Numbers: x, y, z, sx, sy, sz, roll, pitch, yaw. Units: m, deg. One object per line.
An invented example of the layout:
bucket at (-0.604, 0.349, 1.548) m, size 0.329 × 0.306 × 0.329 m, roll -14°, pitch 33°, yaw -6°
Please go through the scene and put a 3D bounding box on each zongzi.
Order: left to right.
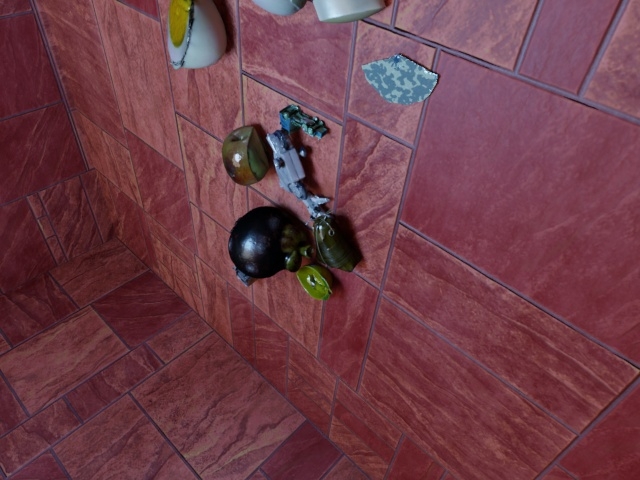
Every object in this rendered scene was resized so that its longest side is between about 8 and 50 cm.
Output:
zongzi at (0.000, 0.000, 1.709) m, size 0.241 × 0.111 × 0.248 m, roll 7°, pitch 139°, yaw 49°

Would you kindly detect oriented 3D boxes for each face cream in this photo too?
face cream at (0.022, -0.698, 1.129) m, size 0.173 × 0.081 × 0.349 m, roll -13°, pitch 109°, yaw 28°

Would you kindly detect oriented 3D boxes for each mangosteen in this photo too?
mangosteen at (-0.208, 0.017, 1.869) m, size 0.313 × 0.297 × 0.297 m, roll 30°, pitch 156°, yaw -28°

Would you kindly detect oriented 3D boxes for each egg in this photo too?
egg at (-0.414, -0.722, 1.597) m, size 0.264 × 0.174 × 0.287 m, roll -18°, pitch 79°, yaw 54°
egg at (-0.117, -0.695, 1.230) m, size 0.217 × 0.183 × 0.183 m, roll 56°, pitch 146°, yaw 5°

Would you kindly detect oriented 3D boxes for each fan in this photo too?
fan at (0.202, -0.419, 1.229) m, size 0.240 × 0.009 × 0.131 m, roll 25°, pitch 136°, yaw 37°

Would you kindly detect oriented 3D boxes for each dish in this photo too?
dish at (-0.004, 0.158, 1.901) m, size 0.207 × 0.080 × 0.149 m, roll 25°, pitch 132°, yaw 39°

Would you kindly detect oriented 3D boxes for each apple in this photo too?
apple at (-0.284, -0.314, 1.763) m, size 0.188 × 0.173 × 0.207 m, roll 57°, pitch -165°, yaw -36°

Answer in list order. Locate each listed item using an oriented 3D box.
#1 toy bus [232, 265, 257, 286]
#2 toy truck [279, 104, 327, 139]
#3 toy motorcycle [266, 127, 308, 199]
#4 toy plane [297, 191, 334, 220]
toy bus at (-0.321, 0.085, 2.175) m, size 0.097 × 0.138 × 0.343 m, roll 43°, pitch 145°, yaw 19°
toy truck at (-0.055, -0.372, 1.538) m, size 0.175 × 0.067 × 0.081 m, roll 34°, pitch 146°, yaw 23°
toy motorcycle at (-0.119, -0.264, 1.656) m, size 0.171 × 0.110 × 0.260 m, roll 24°, pitch 140°, yaw 62°
toy plane at (-0.020, -0.119, 1.706) m, size 0.171 × 0.065 × 0.162 m, roll 42°, pitch 147°, yaw 11°
